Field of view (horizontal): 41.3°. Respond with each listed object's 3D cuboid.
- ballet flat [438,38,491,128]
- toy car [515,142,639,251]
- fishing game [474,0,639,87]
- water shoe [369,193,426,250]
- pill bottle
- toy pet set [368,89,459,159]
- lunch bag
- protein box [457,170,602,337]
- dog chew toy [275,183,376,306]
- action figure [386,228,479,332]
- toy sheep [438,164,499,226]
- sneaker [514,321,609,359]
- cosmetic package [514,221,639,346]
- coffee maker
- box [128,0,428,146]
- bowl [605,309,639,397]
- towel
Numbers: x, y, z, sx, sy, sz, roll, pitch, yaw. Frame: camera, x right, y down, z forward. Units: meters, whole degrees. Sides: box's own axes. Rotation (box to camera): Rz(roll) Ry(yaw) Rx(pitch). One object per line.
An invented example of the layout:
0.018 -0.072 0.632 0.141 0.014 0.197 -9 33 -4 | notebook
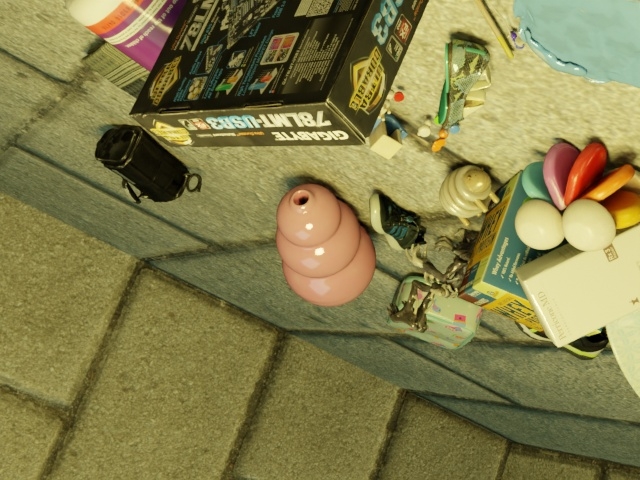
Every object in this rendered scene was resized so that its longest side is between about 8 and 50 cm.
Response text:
0.189 -0.197 1.111 0.070 0.070 0.188 19 167 10 | ballet flat
0.360 -0.072 1.192 0.182 0.159 0.136 2 120 48 | toy car
0.296 -0.227 0.915 0.264 0.041 0.189 17 165 45 | fishing game
0.155 -0.042 1.675 0.080 0.073 0.203 -9 157 20 | water shoe
-0.144 -0.272 1.073 0.323 0.182 0.181 34 160 -35 | pill bottle
0.127 -0.180 1.290 0.122 0.065 0.114 26 129 -26 | toy pet set
0.291 0.184 2.131 0.224 0.108 0.279 18 165 2 | lunch bag
0.360 0.029 1.369 0.201 0.200 0.136 23 165 -1 | protein box
0.000 0.000 1.771 0.206 0.207 0.332 15 154 22 | dog chew toy
0.242 0.055 1.679 0.164 0.276 0.141 3 -137 -52 | action figure
0.238 -0.076 1.392 0.091 0.091 0.132 25 149 -12 | toy sheep
0.549 0.186 1.908 0.234 0.084 0.097 23 140 -10 | sneaker
0.413 0.048 1.224 0.117 0.231 0.085 60 -174 -8 | cosmetic package
-0.377 -0.171 1.865 0.171 0.120 0.178 -13 151 23 | coffee maker
-0.027 -0.233 0.847 0.293 0.296 0.073 4 154 44 | box
0.643 0.166 1.468 0.156 0.290 0.289 -19 170 -13 | bowl
-0.227 -0.267 1.461 0.312 0.056 0.324 34 162 -28 | towel
